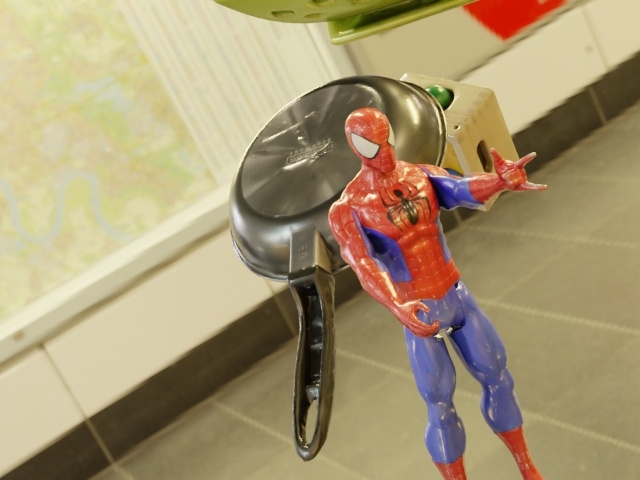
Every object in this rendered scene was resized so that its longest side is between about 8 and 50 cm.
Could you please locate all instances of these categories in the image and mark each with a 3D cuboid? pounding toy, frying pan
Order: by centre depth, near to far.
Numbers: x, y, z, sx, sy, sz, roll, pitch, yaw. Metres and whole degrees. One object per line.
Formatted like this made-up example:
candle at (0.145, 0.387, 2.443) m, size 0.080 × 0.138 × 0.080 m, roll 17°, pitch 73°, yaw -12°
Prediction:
frying pan at (-0.021, -0.003, 0.911) m, size 0.197 × 0.053 × 0.326 m, roll 3°, pitch 57°, yaw 42°
pounding toy at (0.108, -0.103, 1.235) m, size 0.130 × 0.141 × 0.100 m, roll 17°, pitch 60°, yaw 39°

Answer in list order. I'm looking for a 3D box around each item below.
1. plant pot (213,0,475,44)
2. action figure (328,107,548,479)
plant pot at (0.044, -0.311, 1.083) m, size 0.228 × 0.227 × 0.207 m, roll -14°, pitch -19°, yaw 34°
action figure at (0.086, 0.052, 0.699) m, size 0.092 × 0.280 × 0.139 m, roll -26°, pitch 9°, yaw -16°
